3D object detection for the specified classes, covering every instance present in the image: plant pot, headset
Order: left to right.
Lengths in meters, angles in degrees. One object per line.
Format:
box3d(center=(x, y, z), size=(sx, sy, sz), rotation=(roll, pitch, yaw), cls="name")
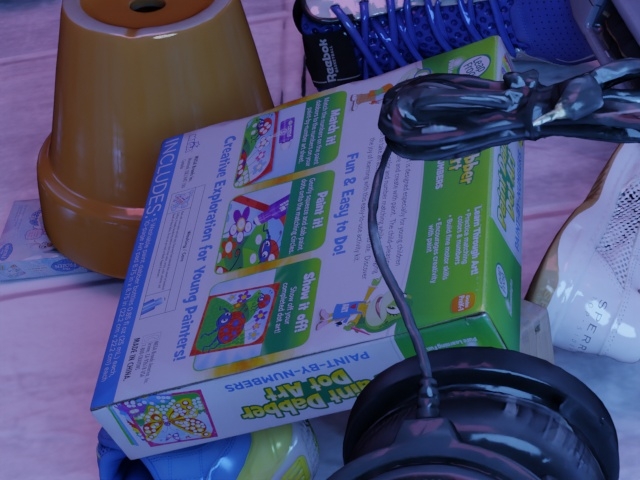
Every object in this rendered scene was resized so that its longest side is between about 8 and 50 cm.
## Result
box3d(center=(-0.119, -0.103, 1.252), size=(0.205, 0.188, 0.205), rotation=(-2, 35, 1), cls="plant pot")
box3d(center=(0.086, 0.124, 0.696), size=(0.185, 0.394, 0.243), rotation=(-5, 13, 13), cls="headset")

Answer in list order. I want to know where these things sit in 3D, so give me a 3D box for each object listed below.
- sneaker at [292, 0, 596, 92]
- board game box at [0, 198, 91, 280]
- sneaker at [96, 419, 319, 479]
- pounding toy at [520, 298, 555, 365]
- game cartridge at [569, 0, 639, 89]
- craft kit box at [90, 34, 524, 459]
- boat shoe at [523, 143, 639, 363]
box3d(center=(0.089, -0.178, 1.396), size=(0.182, 0.127, 0.315), rotation=(-39, 35, -29), cls="sneaker")
box3d(center=(-0.207, -0.005, 1.309), size=(0.090, 0.020, 0.090), rotation=(-5, 34, 7), cls="board game box")
box3d(center=(-0.103, 0.094, 1.068), size=(0.126, 0.091, 0.240), rotation=(-25, 36, -17), cls="sneaker")
box3d(center=(0.076, 0.067, 1.014), size=(0.141, 0.130, 0.100), rotation=(21, 46, 40), cls="pounding toy")
box3d(center=(0.304, -0.099, 1.175), size=(0.198, 0.062, 0.297), rotation=(18, 30, -20), cls="game cartridge")
box3d(center=(0.000, 0.000, 1.001), size=(0.247, 0.061, 0.250), rotation=(-17, 38, 23), cls="craft kit box")
box3d(center=(0.215, 0.005, 1.108), size=(0.096, 0.098, 0.277), rotation=(26, 37, 12), cls="boat shoe")
